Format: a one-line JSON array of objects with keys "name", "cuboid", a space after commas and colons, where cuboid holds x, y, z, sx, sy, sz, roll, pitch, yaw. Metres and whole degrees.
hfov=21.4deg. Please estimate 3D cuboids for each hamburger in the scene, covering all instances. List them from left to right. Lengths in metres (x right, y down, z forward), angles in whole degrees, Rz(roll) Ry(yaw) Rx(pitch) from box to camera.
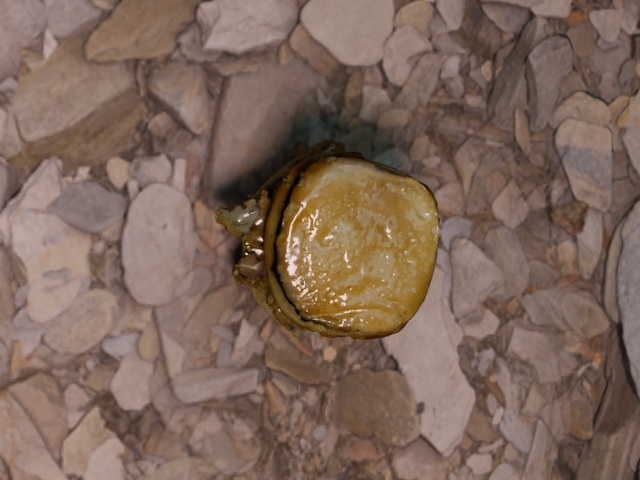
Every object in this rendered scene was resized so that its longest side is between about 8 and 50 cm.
[{"name": "hamburger", "cuboid": [0.000, 0.000, 1.339, 0.185, 0.131, 0.159, 16, 92, -24]}]
